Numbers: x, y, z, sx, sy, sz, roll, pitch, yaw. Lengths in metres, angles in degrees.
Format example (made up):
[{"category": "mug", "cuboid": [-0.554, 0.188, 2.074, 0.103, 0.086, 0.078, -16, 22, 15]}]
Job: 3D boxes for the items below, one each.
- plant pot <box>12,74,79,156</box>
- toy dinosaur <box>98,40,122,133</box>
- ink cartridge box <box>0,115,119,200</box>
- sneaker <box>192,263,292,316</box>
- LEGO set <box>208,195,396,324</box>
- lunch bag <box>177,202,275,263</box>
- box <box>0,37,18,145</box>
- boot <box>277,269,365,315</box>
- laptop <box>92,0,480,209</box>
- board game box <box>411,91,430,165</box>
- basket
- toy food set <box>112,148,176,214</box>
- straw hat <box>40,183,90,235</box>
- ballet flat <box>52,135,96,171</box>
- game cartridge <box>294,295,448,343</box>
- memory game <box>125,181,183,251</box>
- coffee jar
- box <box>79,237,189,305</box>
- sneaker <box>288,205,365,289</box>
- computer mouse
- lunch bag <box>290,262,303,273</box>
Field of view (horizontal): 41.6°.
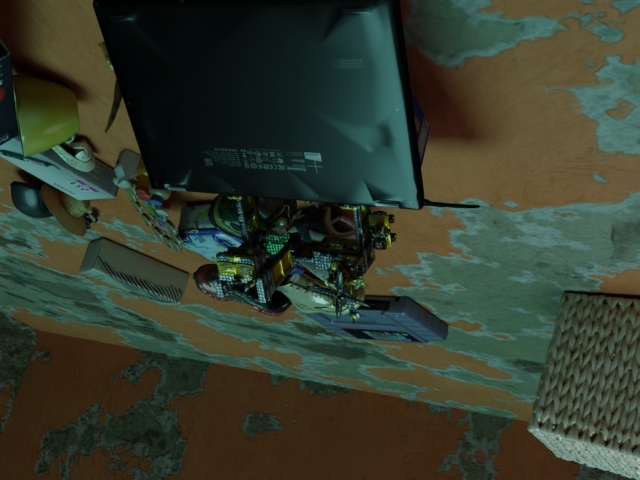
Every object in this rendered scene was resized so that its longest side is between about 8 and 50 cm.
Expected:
[{"category": "plant pot", "cuboid": [-0.452, -0.210, 1.396, 0.095, 0.134, 0.134, -8, 169, -20]}, {"category": "toy dinosaur", "cuboid": [-0.268, -0.231, 1.179, 0.064, 0.112, 0.211, -20, -165, 10]}, {"category": "ink cartridge box", "cuboid": [-0.581, -0.163, 1.706, 0.238, 0.060, 0.275, -2, 155, 38]}, {"category": "sneaker", "cuboid": [-0.185, 0.119, 2.152, 0.276, 0.098, 0.135, 21, 161, -24]}, {"category": "LEGO set", "cuboid": [-0.058, -0.009, 1.412, 0.331, 0.192, 0.255, 13, 124, 19]}, {"category": "lunch bag", "cuboid": [-0.192, -0.004, 1.823, 0.176, 0.090, 0.219, -2, 156, 34]}, {"category": "box", "cuboid": [-0.624, -0.186, 1.185, 0.179, 0.343, 0.312, 54, 158, 0]}, {"category": "boot", "cuboid": [-0.014, 0.116, 2.054, 0.213, 0.077, 0.165, -5, 148, 35]}, {"category": "laptop", "cuboid": [-0.021, -0.162, 1.096, 0.381, 0.236, 0.408, 5, 127, 25]}, {"category": "board game box", "cuboid": [-0.046, -0.190, 1.192, 0.346, 0.078, 0.233, 5, 159, 26]}, {"category": "basket", "cuboid": [0.623, 0.306, 1.746, 0.266, 0.332, 0.328, 10, 161, 32]}, {"category": "toy food set", "cuboid": [-0.334, -0.106, 1.606, 0.111, 0.105, 0.232, 25, 159, -28]}, {"category": "straw hat", "cuboid": [-0.548, -0.085, 1.878, 0.061, 0.145, 0.144, -35, 142, 13]}, {"category": "ballet flat", "cuboid": [-0.471, -0.179, 1.583, 0.052, 0.057, 0.168, -9, 152, 30]}, {"category": "game cartridge", "cuboid": [0.135, 0.208, 2.233, 0.354, 0.068, 0.230, -1, 152, 39]}, {"category": "memory game", "cuboid": [-0.352, -0.050, 1.779, 0.186, 0.012, 0.186, 41, 158, 21]}, {"category": "coffee jar", "cuboid": [-0.135, -0.059, 1.632, 0.096, 0.079, 0.184, 33, 154, -33]}, {"category": "box", "cuboid": [-0.509, 0.091, 2.320, 0.275, 0.094, 0.113, 25, 159, -29]}, {"category": "sneaker", "cuboid": [0.000, 0.000, 1.663, 0.126, 0.128, 0.321, 35, 178, -33]}, {"category": "computer mouse", "cuboid": [-0.621, -0.065, 1.972, 0.184, 0.060, 0.262, 15, 168, -4]}, {"category": "lunch bag", "cuboid": [-0.084, 0.045, 1.913, 0.098, 0.065, 0.067, -6, 153, 44]}]
